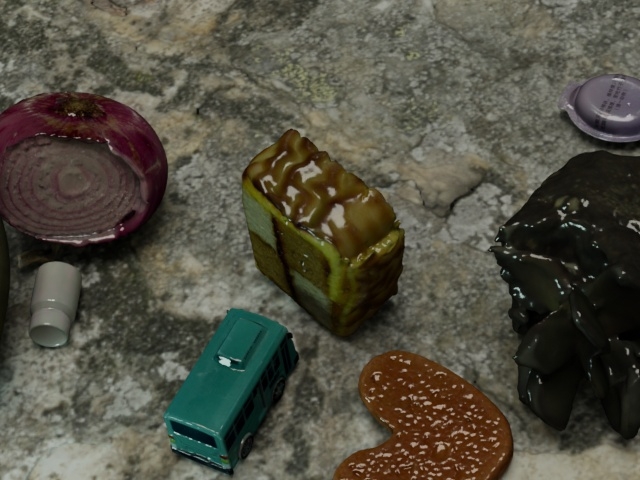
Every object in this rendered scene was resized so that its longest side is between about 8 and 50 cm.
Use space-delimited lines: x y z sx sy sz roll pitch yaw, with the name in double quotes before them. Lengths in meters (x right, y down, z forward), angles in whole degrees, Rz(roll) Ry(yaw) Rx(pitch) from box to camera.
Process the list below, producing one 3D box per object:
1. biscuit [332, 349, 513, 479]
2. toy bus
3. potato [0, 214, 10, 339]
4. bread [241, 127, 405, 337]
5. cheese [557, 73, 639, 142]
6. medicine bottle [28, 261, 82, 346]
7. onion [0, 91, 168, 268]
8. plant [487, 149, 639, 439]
"biscuit" 0.088 0.211 1.562 0.186 0.036 0.192 32 63 25
"toy bus" -0.090 0.149 1.606 0.079 0.092 0.160 19 56 20
"potato" -0.444 0.038 1.649 0.221 0.243 0.326 16 41 -35
"bread" 0.000 0.000 1.634 0.096 0.222 0.181 -41 66 -19
"cheese" 0.372 -0.147 1.812 0.191 0.042 0.105 18 57 20
"medicine bottle" -0.296 0.071 1.725 0.052 0.052 0.089 -2 51 7
"onion" -0.283 -0.091 1.783 0.207 0.200 0.201 -17 50 10
"plant" 0.275 0.049 1.579 0.188 0.199 0.276 8 49 22
